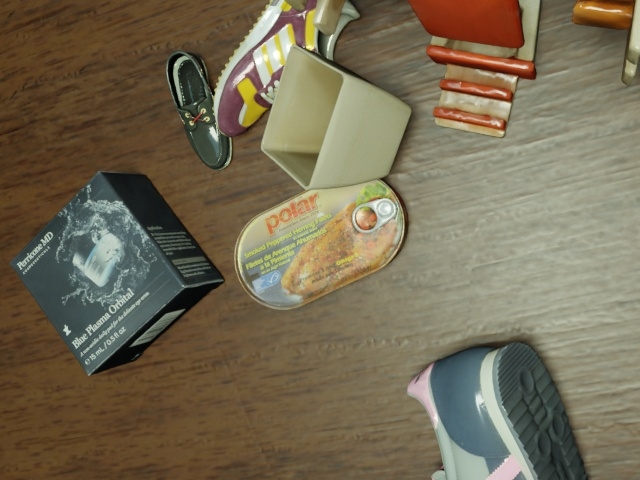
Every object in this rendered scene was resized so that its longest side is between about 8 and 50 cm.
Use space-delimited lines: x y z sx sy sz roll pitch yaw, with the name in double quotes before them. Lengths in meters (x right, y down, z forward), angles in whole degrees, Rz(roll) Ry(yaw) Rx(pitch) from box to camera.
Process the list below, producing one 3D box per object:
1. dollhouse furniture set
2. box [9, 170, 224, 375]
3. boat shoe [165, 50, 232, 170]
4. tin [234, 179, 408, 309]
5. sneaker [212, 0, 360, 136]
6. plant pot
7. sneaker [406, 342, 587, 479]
"dollhouse furniture set" 0.125 -0.171 0.629 0.262 0.259 0.135 14 94 17
"box" -0.222 0.034 0.842 0.156 0.093 0.158 -42 79 16
"boat shoe" -0.133 -0.139 0.831 0.049 0.042 0.133 -17 89 16
"tin" 0.000 0.000 0.797 0.190 0.040 0.106 -25 89 18
"sneaker" -0.037 -0.175 0.782 0.084 0.069 0.185 37 104 19
"plant pot" 0.020 -0.112 0.735 0.109 0.096 0.109 45 123 51
"sneaker" 0.180 0.252 0.730 0.131 0.112 0.318 -16 91 43
